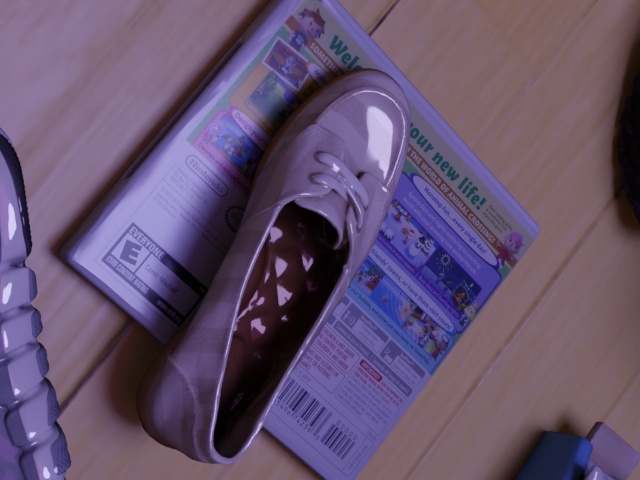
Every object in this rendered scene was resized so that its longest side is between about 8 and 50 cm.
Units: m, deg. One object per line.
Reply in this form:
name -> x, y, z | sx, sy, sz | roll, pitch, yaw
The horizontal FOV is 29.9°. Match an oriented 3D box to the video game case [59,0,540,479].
video game case -> 0.000, 0.000, 0.645 | 0.212, 0.023, 0.193 | 44, 77, -26

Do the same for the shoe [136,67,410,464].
shoe -> -0.011, 0.013, 0.593 | 0.076, 0.058, 0.219 | 34, 82, -28

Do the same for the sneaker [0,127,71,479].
sneaker -> -0.187, 0.066, 0.528 | 0.132, 0.086, 0.229 | -10, 92, -22

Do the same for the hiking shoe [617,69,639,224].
hiking shoe -> 0.257, -0.102, 0.731 | 0.114, 0.086, 0.227 | 8, 93, -26

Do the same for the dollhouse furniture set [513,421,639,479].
dollhouse furniture set -> 0.270, 0.215, 0.690 | 0.286, 0.198, 0.303 | 42, 75, -12
